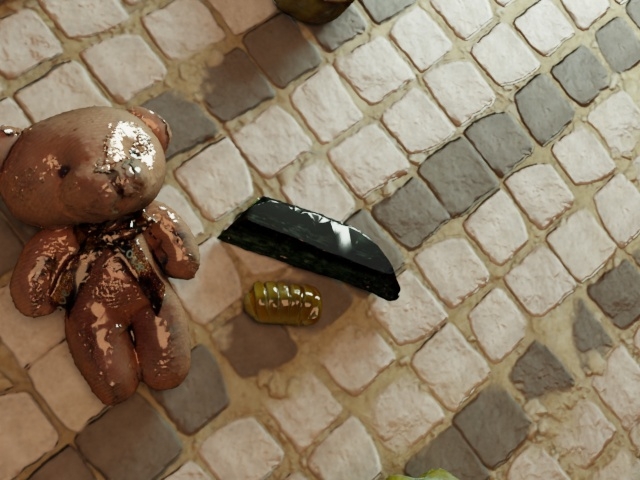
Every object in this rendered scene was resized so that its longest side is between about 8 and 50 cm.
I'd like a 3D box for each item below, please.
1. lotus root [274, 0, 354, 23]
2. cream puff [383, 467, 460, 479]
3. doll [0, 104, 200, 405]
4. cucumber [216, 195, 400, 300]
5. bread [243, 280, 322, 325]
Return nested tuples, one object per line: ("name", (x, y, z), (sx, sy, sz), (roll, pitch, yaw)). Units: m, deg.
("lotus root", (0.000, -0.391, 1.070), (0.170, 0.074, 0.260), (2, 74, -18))
("cream puff", (0.123, 0.397, 0.831), (0.274, 0.323, 0.270), (25, 110, -40))
("doll", (-0.204, 0.008, 0.864), (0.201, 0.156, 0.303), (-17, 87, -27))
("cucumber", (0.000, 0.000, 0.989), (0.220, 0.046, 0.070), (21, 63, -12))
("bread", (-0.040, 0.068, 0.963), (0.088, 0.033, 0.049), (8, 68, -16))
